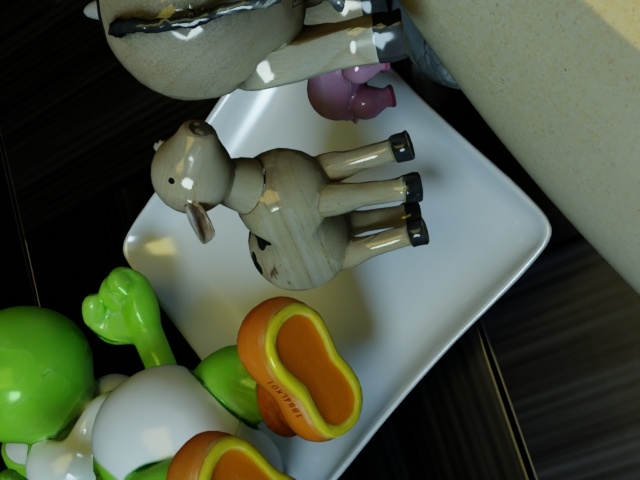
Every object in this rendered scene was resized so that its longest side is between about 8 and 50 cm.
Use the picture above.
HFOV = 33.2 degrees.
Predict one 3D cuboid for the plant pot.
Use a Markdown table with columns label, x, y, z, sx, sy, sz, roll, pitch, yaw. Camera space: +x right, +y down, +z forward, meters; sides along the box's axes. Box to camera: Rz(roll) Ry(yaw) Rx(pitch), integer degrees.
| label | x | y | z | sx | sy | sz | roll | pitch | yaw |
| --- | --- | --- | --- | --- | --- | --- | --- | --- | --- |
| plant pot | 0.183 | -0.095 | 0.531 | 0.274 | 0.256 | 0.256 | 34 | 103 | 0 |

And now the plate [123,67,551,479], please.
| label | x | y | z | sx | sy | sz | roll | pitch | yaw |
| --- | --- | --- | --- | --- | --- | --- | --- | --- | --- |
| plate | 0.000 | 0.000 | 0.799 | 0.278 | 0.045 | 0.277 | 49 | 115 | 25 |

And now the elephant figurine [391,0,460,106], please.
| label | x | y | z | sx | sy | sz | roll | pitch | yaw |
| --- | --- | --- | --- | --- | --- | --- | --- | --- | --- |
| elephant figurine | 0.160 | -0.196 | 0.684 | 0.239 | 0.186 | 0.169 | -25 | 107 | 0 |

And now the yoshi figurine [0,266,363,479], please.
| label | x | y | z | sx | sy | sz | roll | pitch | yaw |
| --- | --- | --- | --- | --- | --- | --- | --- | --- | --- |
| yoshi figurine | -0.157 | 0.120 | 0.777 | 0.362 | 0.203 | 0.203 | -11 | 85 | 47 |

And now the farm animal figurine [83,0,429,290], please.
| label | x | y | z | sx | sy | sz | roll | pitch | yaw |
| --- | --- | --- | --- | --- | --- | --- | --- | --- | --- |
| farm animal figurine | -0.049 | -0.121 | 0.590 | 0.172 | 0.327 | 0.330 | -13 | 94 | 2 |
